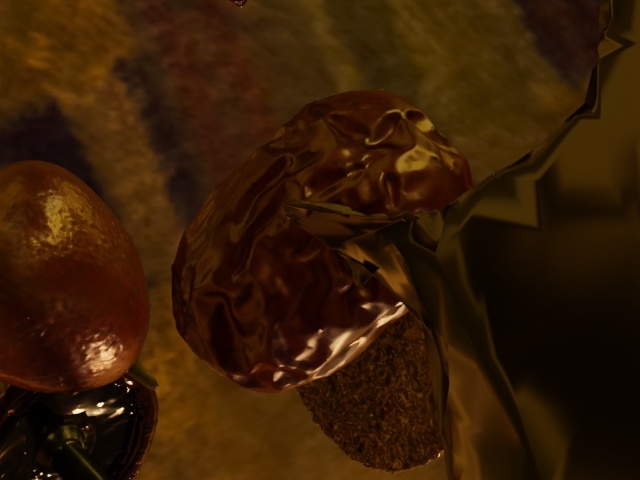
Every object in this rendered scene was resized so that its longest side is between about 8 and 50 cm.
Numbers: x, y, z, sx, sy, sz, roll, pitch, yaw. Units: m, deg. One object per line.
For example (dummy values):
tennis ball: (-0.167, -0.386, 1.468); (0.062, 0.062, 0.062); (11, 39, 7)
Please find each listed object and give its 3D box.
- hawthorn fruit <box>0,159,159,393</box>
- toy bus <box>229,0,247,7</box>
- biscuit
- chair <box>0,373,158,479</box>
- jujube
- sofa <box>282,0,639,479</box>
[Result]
hawthorn fruit: (-0.228, 0.050, 1.642); (0.251, 0.199, 0.199); (39, 100, -23)
toy bus: (-0.140, -0.307, 1.840); (0.235, 0.096, 0.073); (28, 79, -26)
biscuit: (0.044, 0.110, 1.732); (0.220, 0.033, 0.220); (22, 123, 38)
chair: (-0.175, 0.248, 1.726); (0.401, 0.226, 0.226); (40, 100, 39)
jujube: (0.000, 0.000, 1.454); (0.174, 0.174, 0.250); (43, 98, 9)
sofa: (0.135, 0.072, 0.354); (0.182, 0.200, 0.258); (-27, 67, 43)
